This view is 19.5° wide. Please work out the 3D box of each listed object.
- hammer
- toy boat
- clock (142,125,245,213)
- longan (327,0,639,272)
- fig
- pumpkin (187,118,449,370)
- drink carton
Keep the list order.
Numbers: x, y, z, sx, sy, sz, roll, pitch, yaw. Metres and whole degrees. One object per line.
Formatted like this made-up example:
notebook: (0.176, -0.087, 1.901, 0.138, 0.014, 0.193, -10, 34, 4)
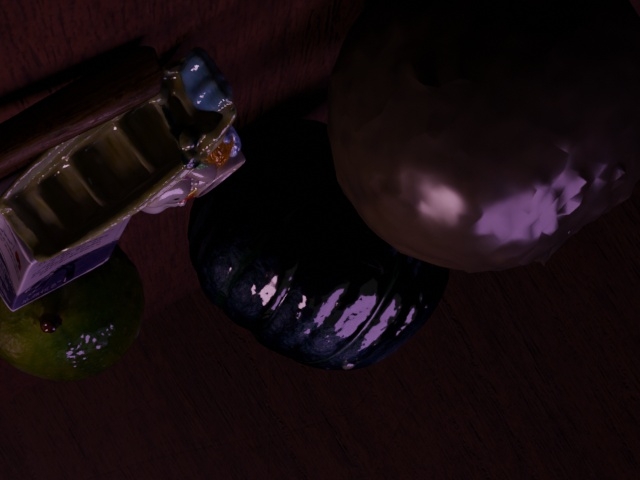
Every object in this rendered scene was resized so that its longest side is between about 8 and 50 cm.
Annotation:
hammer: (-0.289, -0.070, 1.613, 0.409, 0.095, 0.242, -30, 175, -34)
toy boat: (-0.193, -0.087, 1.853, 0.276, 0.111, 0.084, -37, 178, 18)
clock: (-0.162, -0.090, 2.050, 0.144, 0.103, 0.231, -39, 177, -6)
longan: (0.196, -0.143, 2.103, 0.391, 0.391, 0.391, -31, 175, -3)
fig: (-0.299, 0.071, 2.204, 0.203, 0.203, 0.235, -30, -175, -13)
pumpkin: (0.000, 0.000, 2.474, 0.266, 0.363, 0.363, -53, 165, 27)
drink carton: (-0.293, -0.016, 2.020, 0.134, 0.102, 0.222, -27, 174, -20)
